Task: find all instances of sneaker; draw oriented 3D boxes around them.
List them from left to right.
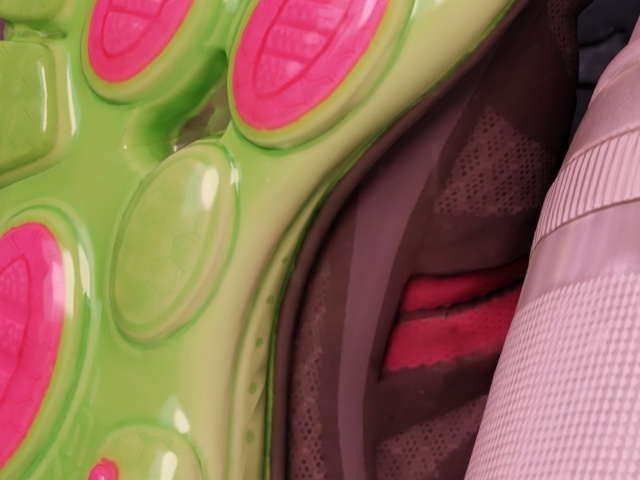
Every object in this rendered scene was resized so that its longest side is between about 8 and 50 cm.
[{"bbox_3d":[0.000,0.000,0.630,0.185,0.202,0.483,28,99,33],"label":"sneaker"}]

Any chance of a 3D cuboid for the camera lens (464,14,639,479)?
[{"bbox_3d":[0.143,0.082,0.485,0.219,0.219,0.274,2,65,40],"label":"camera lens"}]
